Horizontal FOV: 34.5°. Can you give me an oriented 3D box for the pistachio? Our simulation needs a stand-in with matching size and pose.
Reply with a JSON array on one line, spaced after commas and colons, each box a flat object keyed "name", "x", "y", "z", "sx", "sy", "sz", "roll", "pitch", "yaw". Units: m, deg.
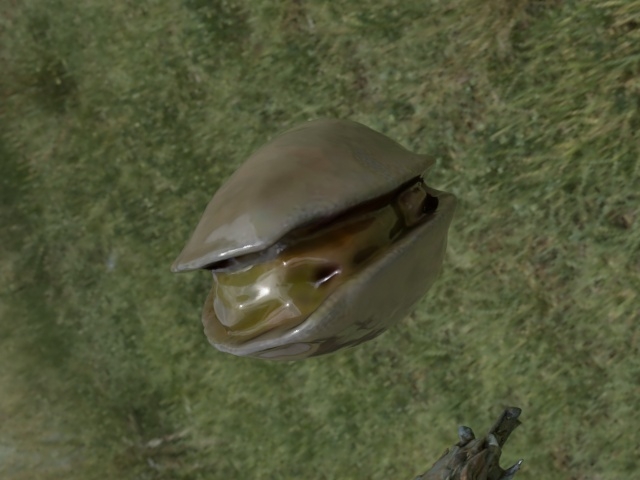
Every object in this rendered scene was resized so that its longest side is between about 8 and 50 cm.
[{"name": "pistachio", "x": 0.000, "y": 0.000, "z": 0.573, "sx": 0.223, "sy": 0.152, "sz": 0.126, "roll": -52, "pitch": -61, "yaw": -74}]

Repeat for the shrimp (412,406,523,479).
[{"name": "shrimp", "x": 0.174, "y": 0.297, "z": 0.988, "sx": 0.247, "sy": 0.360, "sz": 0.085, "roll": 14, "pitch": 128, "yaw": 11}]
